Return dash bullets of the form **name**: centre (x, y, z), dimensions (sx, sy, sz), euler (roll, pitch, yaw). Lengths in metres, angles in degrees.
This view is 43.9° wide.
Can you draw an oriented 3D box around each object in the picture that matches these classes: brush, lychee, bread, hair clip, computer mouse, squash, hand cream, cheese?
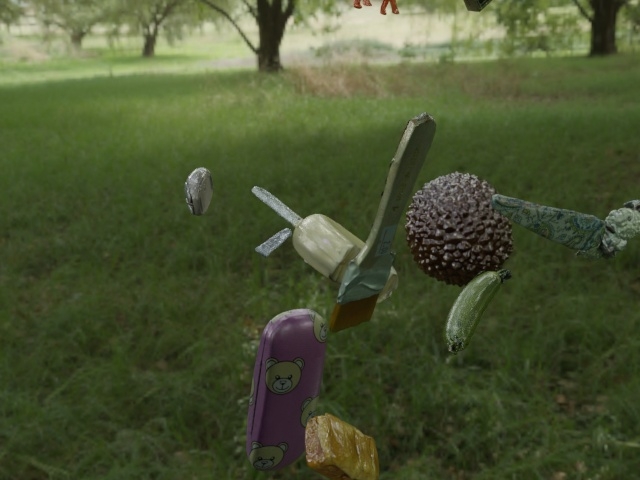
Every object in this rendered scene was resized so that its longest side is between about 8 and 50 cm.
- **brush**: centre (0.081, -0.013, 1.014), dimensions (0.085, 0.336, 0.020), euler (-11, 43, -34)
- **lychee**: centre (0.363, -0.026, 2.122), dimensions (0.306, 0.306, 0.330), euler (4, 20, 26)
- **bread**: centre (0.029, 0.276, 1.034), dimensions (0.053, 0.132, 0.074), euler (-25, 47, 23)
- **hair clip**: centre (0.380, -0.030, 1.307), dimensions (0.229, 0.066, 0.036), euler (17, 28, -20)
- **computer mouse**: centre (-0.213, -0.084, 1.360), dimensions (0.039, 0.066, 0.096), euler (3, 40, 9)
- **squash**: centre (0.337, 0.156, 1.783), dimensions (0.080, 0.071, 0.318), euler (22, 44, 23)
- **hand cream**: centre (-0.089, 0.001, 1.564), dimensions (0.030, 0.019, 0.093), euler (37, 47, 16)
- **cheese**: centre (0.004, 0.000, 1.243), dimensions (0.249, 0.071, 0.163), euler (41, 8, 33)

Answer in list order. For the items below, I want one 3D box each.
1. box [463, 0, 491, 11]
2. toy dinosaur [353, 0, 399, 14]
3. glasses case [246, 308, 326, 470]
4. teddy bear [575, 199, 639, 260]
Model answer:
- **box**: centre (0.279, -0.458, 1.387), dimensions (0.079, 0.083, 0.035), euler (-43, 34, -11)
- **toy dinosaur**: centre (0.119, -0.435, 1.347), dimensions (0.279, 0.101, 0.055), euler (4, 16, 6)
- **glasses case**: centre (-0.062, 0.268, 1.404), dimensions (0.123, 0.316, 0.076), euler (-5, 24, -35)
- **teddy bear**: centre (0.624, -0.007, 1.738), dimensions (0.213, 0.111, 0.133), euler (-16, 39, -17)
